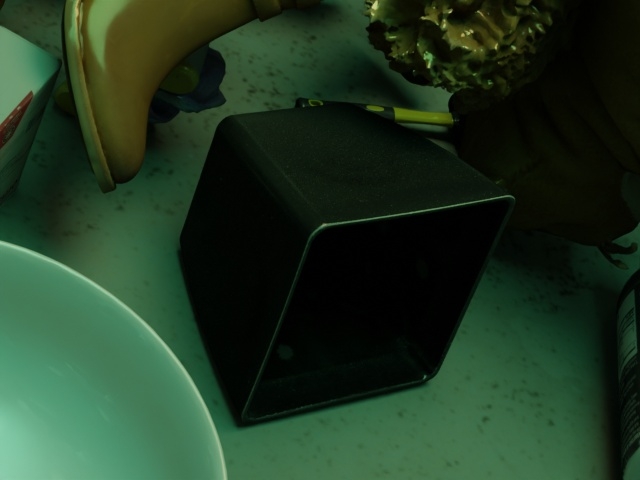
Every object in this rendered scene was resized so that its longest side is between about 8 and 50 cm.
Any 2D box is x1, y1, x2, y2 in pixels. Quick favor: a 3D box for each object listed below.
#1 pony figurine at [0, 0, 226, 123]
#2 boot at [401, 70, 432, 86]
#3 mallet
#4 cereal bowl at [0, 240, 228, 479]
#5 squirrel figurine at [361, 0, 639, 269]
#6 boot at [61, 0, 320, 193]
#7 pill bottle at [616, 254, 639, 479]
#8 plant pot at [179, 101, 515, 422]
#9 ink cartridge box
[{"bbox_3d":[-0.121,-0.271,1.603,0.351,0.303,0.363,19,59,-3],"label":"pony figurine"},{"bbox_3d":[0.063,-0.201,1.643,0.077,0.198,0.137,18,36,25],"label":"boot"},{"bbox_3d":[0.067,-0.115,1.712,0.189,0.039,0.062,9,47,-18],"label":"mallet"},{"bbox_3d":[-0.233,0.164,1.197,0.339,0.141,0.339,17,44,-17],"label":"cereal bowl"},{"bbox_3d":[0.213,-0.155,1.534,0.397,0.370,0.281,33,49,-26],"label":"squirrel figurine"},{"bbox_3d":[-0.075,-0.174,1.431,0.220,0.109,0.283,-1,71,-4],"label":"boot"},{"bbox_3d":[0.304,0.097,1.581,0.130,0.130,0.246,20,44,-13],"label":"pill bottle"},{"bbox_3d":[0.000,0.000,1.470,0.187,0.188,0.167,-9,44,-36],"label":"plant pot"},{"bbox_3d":[-0.246,-0.070,1.409,0.056,0.135,0.099,30,42,2],"label":"ink cartridge box"}]
